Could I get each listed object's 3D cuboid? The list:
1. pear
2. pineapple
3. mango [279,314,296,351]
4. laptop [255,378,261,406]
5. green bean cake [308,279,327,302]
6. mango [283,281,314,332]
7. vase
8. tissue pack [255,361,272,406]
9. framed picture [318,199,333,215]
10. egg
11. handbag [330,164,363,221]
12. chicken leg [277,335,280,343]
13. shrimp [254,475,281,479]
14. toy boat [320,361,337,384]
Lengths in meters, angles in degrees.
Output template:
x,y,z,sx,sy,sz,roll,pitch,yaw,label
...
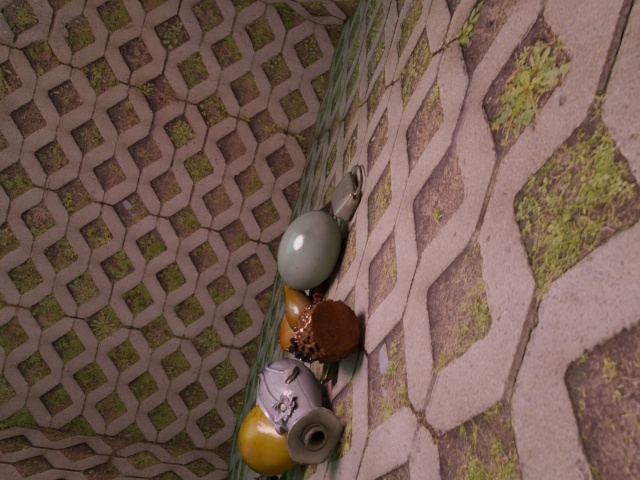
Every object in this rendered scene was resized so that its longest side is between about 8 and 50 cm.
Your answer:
x,y,z,sx,sy,sz,roll,pitch,yaw,label
-0.184,0.824,1.676,0.336,0.284,0.285,16,91,38,pear
-0.012,0.346,1.438,0.357,0.222,0.223,132,150,-57,pineapple
-0.123,0.434,2.051,0.187,0.137,0.257,-21,61,60,mango
-0.225,0.752,2.073,0.268,0.015,0.188,-28,37,22,laptop
-0.017,0.234,1.991,0.135,0.056,0.135,-176,99,-77,green bean cake
-0.103,0.316,1.912,0.317,0.146,0.193,60,176,33,mango
-0.082,0.595,1.457,0.445,0.249,0.250,-163,87,-69,vase
-0.271,0.834,2.225,0.264,0.146,0.198,-89,18,-46,tissue pack
0.000,-0.072,2.196,0.211,0.020,0.290,-34,37,56,framed picture
-0.051,0.048,1.836,0.276,0.275,0.389,-106,37,-66,egg
0.132,-0.226,1.831,0.219,0.079,0.256,-56,21,27,handbag
-0.168,0.429,2.286,0.407,0.095,0.158,-78,-20,-48,chicken leg
-0.252,1.118,1.776,0.372,0.171,0.137,-102,23,-49,shrimp
0.038,0.406,1.562,0.093,0.055,0.293,117,161,-48,toy boat
